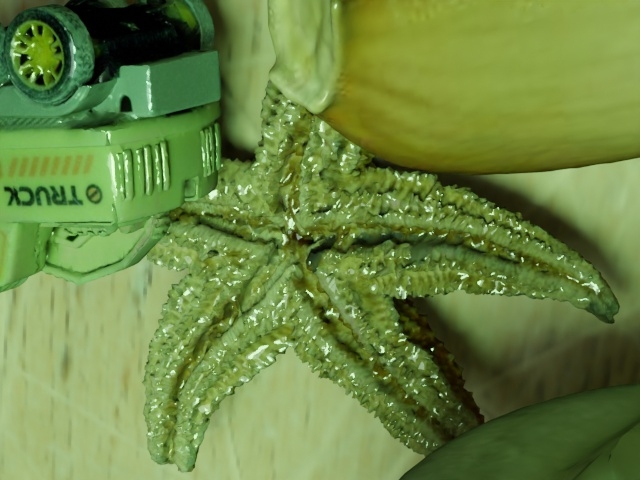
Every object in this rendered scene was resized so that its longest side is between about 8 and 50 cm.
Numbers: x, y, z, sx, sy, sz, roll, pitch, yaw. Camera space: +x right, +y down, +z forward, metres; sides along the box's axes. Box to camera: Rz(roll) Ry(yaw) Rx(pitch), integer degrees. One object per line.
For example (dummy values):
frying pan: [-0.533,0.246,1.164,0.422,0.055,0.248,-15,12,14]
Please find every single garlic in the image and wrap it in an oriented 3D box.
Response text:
garlic: [0.091,-0.088,0.491,0.206,0.128,0.115,-7,65,13]

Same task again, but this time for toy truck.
toy truck: [-0.123,-0.033,0.602,0.191,0.085,0.116,2,103,31]

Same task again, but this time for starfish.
starfish: [0.001,0.000,0.603,0.227,0.043,0.240,27,115,16]

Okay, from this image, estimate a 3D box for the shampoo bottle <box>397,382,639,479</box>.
shampoo bottle: [0.133,0.207,0.476,0.322,0.322,0.317,3,107,23]
